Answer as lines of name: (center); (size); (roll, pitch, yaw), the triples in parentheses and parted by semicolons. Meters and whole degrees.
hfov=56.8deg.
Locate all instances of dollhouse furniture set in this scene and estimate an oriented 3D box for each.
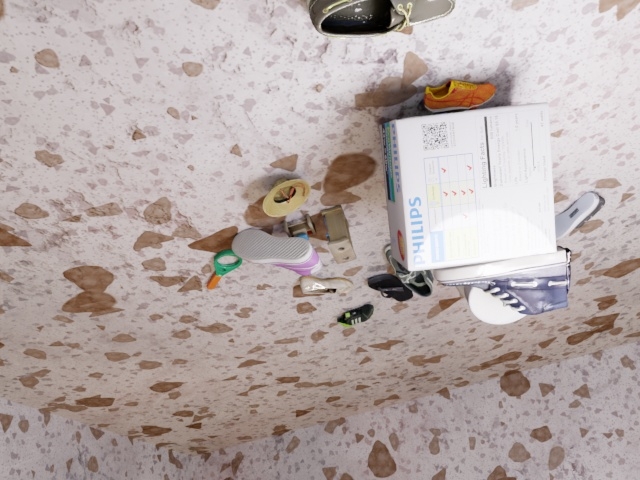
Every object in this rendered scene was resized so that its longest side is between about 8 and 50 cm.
dollhouse furniture set: (0.000, 0.000, 1.807); (0.183, 0.130, 0.129); (-16, 147, 8)

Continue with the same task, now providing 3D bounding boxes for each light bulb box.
light bulb box: (0.348, -0.134, 1.442); (0.360, 0.358, 0.225); (-7, -172, -4)

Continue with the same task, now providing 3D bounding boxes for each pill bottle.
pill bottle: (0.483, 0.049, 1.727); (0.223, 0.392, 0.224); (0, 121, -1)

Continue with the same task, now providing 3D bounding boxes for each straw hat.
straw hat: (-0.103, -0.136, 1.633); (0.144, 0.061, 0.145); (-21, 147, -14)

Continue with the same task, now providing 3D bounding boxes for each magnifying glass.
magnifying glass: (-0.330, 0.099, 1.973); (0.092, 0.026, 0.231); (9, 141, -28)

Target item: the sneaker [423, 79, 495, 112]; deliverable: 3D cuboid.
sneaker: (0.337, -0.353, 1.418); (0.174, 0.064, 0.068); (-12, 138, -3)

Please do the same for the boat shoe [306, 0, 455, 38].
boat shoe: (0.128, -0.455, 1.172); (0.304, 0.091, 0.109); (-6, 147, -6)

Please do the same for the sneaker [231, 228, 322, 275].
sneaker: (-0.129, 0.052, 1.806); (0.281, 0.102, 0.161); (11, 161, 27)

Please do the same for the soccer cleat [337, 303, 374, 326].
soccer cleat: (0.142, 0.304, 2.383); (0.072, 0.060, 0.178); (21, 139, -37)

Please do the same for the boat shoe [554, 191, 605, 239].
boat shoe: (0.856, -0.075, 1.981); (0.076, 0.080, 0.229); (10, 135, -26)

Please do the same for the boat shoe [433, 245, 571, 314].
boat shoe: (0.453, 0.114, 1.455); (0.340, 0.158, 0.127); (-8, -171, 1)

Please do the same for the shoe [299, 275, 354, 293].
shoe: (0.024, 0.172, 2.146); (0.218, 0.058, 0.077); (8, 144, -25)

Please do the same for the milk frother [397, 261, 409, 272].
milk frother: (0.343, 0.042, 1.973); (0.134, 0.129, 0.143); (16, 146, -33)

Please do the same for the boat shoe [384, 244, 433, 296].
boat shoe: (0.324, 0.107, 2.088); (0.116, 0.099, 0.319); (-21, 145, 20)

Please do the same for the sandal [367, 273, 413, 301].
sandal: (0.276, 0.189, 2.244); (0.097, 0.055, 0.254); (-32, 142, 30)
